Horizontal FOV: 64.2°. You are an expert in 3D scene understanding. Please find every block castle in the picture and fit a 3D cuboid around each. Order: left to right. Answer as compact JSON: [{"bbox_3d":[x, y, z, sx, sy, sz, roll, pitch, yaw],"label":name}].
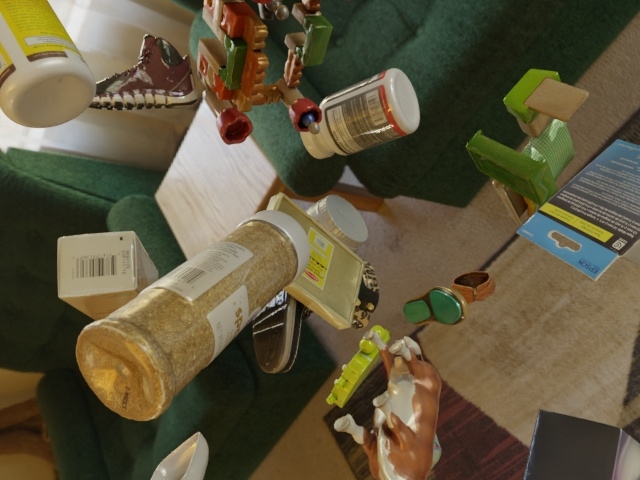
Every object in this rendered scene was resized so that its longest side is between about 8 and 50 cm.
[{"bbox_3d":[-0.093,-0.437,1.173,0.213,0.302,0.453,56,145,26],"label":"block castle"}]

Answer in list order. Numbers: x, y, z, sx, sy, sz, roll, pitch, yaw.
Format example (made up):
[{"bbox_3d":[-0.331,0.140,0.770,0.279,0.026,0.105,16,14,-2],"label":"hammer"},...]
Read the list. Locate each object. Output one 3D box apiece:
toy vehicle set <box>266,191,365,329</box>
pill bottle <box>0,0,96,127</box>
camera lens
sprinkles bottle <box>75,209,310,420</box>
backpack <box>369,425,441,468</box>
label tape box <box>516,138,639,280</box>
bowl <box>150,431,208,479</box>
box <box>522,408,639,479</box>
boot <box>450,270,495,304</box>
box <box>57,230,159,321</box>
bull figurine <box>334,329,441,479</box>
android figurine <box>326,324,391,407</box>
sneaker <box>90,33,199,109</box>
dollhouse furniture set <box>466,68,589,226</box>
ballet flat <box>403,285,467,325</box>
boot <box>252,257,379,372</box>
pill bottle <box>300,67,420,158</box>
[{"bbox_3d":[-0.019,0.045,1.049,0.035,0.267,0.166,-21,40,41],"label":"toy vehicle set"},{"bbox_3d":[-0.390,-0.259,0.655,0.117,0.117,0.215,-41,77,33],"label":"pill bottle"},{"bbox_3d":[0.000,0.000,1.767,0.274,0.219,0.220,-40,61,29],"label":"camera lens"},{"bbox_3d":[-0.137,0.071,0.662,0.121,0.355,0.121,10,116,21],"label":"sprinkles bottle"},{"bbox_3d":[0.254,0.599,1.485,0.166,0.188,0.144,-54,15,7],"label":"backpack"},{"bbox_3d":[0.683,-0.057,1.191,0.347,0.115,0.249,-43,34,1],"label":"label tape box"},{"bbox_3d":[-0.276,0.463,0.997,0.142,0.053,0.142,-41,15,11],"label":"bowl"},{"bbox_3d":[0.573,0.559,1.074,0.182,0.294,0.297,-4,59,51],"label":"box"},{"bbox_3d":[0.343,0.132,1.294,0.197,0.152,0.073,-24,65,10],"label":"boot"},{"bbox_3d":[-0.440,0.090,1.098,0.311,0.147,0.121,112,151,-70],"label":"box"},{"bbox_3d":[0.117,0.275,0.758,0.101,0.310,0.189,-22,113,25],"label":"bull figurine"},{"bbox_3d":[0.103,0.349,1.400,0.056,0.272,0.248,35,127,17],"label":"android figurine"},{"bbox_3d":[-0.427,-0.386,1.167,0.106,0.281,0.163,15,111,62],"label":"sneaker"},{"bbox_3d":[0.439,-0.144,0.973,0.198,0.301,0.151,-49,46,2],"label":"dollhouse furniture set"},{"bbox_3d":[0.245,0.128,1.032,0.232,0.073,0.080,152,102,-70],"label":"ballet flat"},{"bbox_3d":[-0.001,0.143,1.171,0.138,0.284,0.378,-36,41,38],"label":"boot"},{"bbox_3d":[0.123,-0.403,1.682,0.362,0.210,0.211,-13,78,34],"label":"pill bottle"}]
